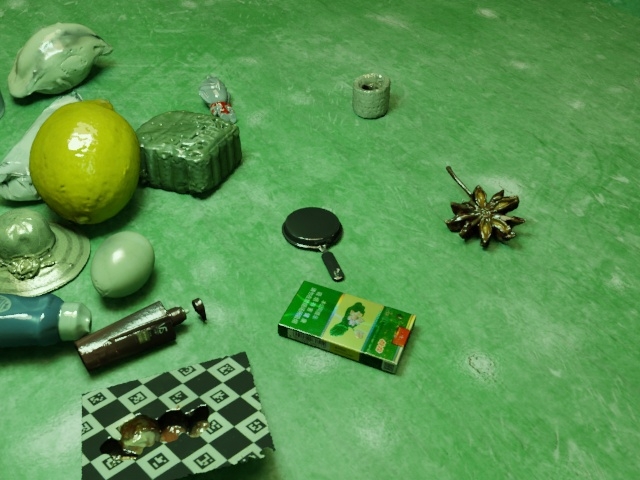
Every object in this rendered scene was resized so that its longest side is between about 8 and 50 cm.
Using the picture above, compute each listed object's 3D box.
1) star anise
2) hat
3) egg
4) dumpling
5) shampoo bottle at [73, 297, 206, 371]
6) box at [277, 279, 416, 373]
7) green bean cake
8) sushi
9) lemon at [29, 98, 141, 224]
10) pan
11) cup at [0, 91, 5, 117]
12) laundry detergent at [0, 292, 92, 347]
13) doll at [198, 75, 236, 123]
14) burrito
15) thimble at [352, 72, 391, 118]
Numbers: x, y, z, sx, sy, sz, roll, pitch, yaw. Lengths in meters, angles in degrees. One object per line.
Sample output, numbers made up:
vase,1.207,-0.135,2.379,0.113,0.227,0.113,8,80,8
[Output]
star anise,0.370,-0.079,1.560,0.177,0.073,0.234,1,58,10
hat,-0.602,-0.004,1.400,0.252,0.110,0.252,1,42,-1
egg,-0.387,0.048,1.349,0.114,0.114,0.152,13,47,11
dumpling,-0.752,-0.524,1.916,0.243,0.187,0.318,34,53,26
shampoo bottle,-0.322,0.166,1.260,0.236,0.068,0.067,-24,48,-24
box,0.051,0.159,1.309,0.235,0.034,0.132,17,43,15
green bean cake,-0.326,-0.215,1.650,0.227,0.125,0.222,14,42,19
sushi,-0.233,0.307,1.117,0.290,0.050,0.264,-12,30,-13
lemon,-0.505,-0.167,1.491,0.236,0.236,0.263,8,46,5
pan,0.000,0.000,1.490,0.136,0.028,0.235,-13,44,-17
cup,-1.012,-0.428,1.728,0.356,0.274,0.259,-11,43,-17
laundry detergent,-0.554,0.146,1.242,0.289,0.094,0.143,2,12,-4
doll,-0.280,-0.384,1.877,0.094,0.079,0.180,-6,53,-32
burrito,-0.645,-0.249,1.678,0.139,0.101,0.445,4,41,4
thimble,0.140,-0.398,1.903,0.115,0.090,0.102,-31,48,-30
